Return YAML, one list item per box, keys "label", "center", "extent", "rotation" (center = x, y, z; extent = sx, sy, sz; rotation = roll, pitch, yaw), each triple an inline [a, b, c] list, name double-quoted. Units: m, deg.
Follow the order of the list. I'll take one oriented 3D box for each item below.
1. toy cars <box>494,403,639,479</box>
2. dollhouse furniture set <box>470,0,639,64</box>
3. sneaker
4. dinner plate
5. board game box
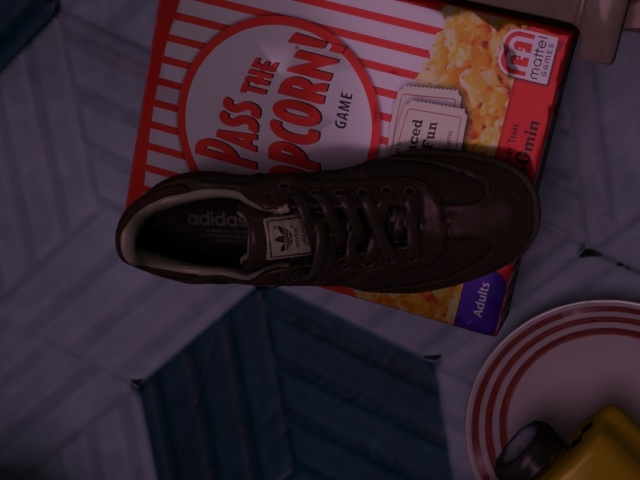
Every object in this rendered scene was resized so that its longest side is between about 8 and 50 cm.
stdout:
- label: "toy cars"
  center: [0.194, 0.168, 0.588]
  extent: [0.394, 0.087, 0.176]
  rotation: [-1, 108, 12]
- label: "dollhouse furniture set"
  center: [0.028, -0.170, 0.455]
  extent: [0.355, 0.303, 0.174]
  rotation: [15, 106, 12]
- label: "sneaker"
  center: [0.000, 0.000, 0.578]
  extent: [0.188, 0.071, 0.066]
  rotation: [-4, 102, 18]
- label: "dinner plate"
  center: [0.141, 0.094, 0.638]
  extent: [0.141, 0.017, 0.141]
  rotation: [4, 105, 17]
- label: "board game box"
  center: [0.011, -0.052, 0.626]
  extent: [0.193, 0.045, 0.147]
  rotation: [15, 107, 13]
